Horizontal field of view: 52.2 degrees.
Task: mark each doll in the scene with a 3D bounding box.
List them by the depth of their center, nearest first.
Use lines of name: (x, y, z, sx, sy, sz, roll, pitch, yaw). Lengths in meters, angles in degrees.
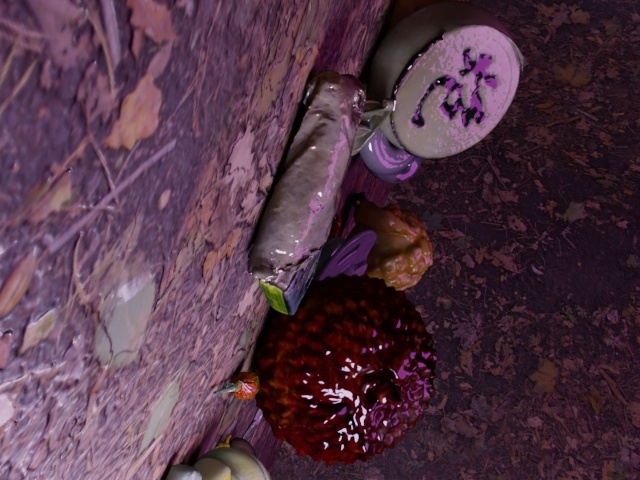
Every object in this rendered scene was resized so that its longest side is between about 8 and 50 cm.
doll: (-0.200, 0.506, 1.485, 0.145, 0.096, 0.188, -84, 163, -57)

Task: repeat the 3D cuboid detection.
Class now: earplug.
earplug: (0.177, -0.266, 1.734, 0.214, 0.175, 0.325, -63, 163, -6)

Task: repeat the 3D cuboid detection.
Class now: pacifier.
pacifier: (0.082, 0.136, 1.800, 0.288, 0.269, 0.343, -37, 155, -25)

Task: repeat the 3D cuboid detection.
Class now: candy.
candy: (-0.165, 0.280, 1.236, 0.201, 0.060, 0.061, 33, 78, -76)

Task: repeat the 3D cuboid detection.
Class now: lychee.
lychee: (0.056, 0.278, 1.433, 0.425, 0.424, 0.500, -67, -161, -11)

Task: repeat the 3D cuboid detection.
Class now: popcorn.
popcorn: (0.184, 0.010, 2.100, 0.382, 0.348, 0.349, 66, 27, -19)

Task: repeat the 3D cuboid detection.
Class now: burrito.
burrito: (-0.010, -0.105, 1.039, 0.175, 0.107, 0.348, 4, 106, -68)

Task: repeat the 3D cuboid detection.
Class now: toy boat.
toy boat: (0.095, -0.256, 1.378, 0.185, 0.089, 0.071, -48, -132, 51)

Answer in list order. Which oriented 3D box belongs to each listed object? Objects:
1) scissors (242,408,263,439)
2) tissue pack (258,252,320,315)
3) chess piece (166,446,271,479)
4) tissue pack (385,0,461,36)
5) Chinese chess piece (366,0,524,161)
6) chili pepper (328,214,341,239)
scissors: (-0.190, 0.518, 1.838, 0.189, 0.015, 0.100, -52, 164, -63)
tissue pack: (-0.050, 0.037, 1.238, 0.235, 0.073, 0.173, 93, 20, -73)
chess piece: (-0.210, 0.456, 1.107, 0.176, 0.175, 0.298, -68, 160, 0)
tissue pack: (0.254, -0.535, 1.539, 0.194, 0.145, 0.275, -61, 171, -54)
Chinese chess piece: (0.275, -0.350, 1.457, 0.146, 0.349, 0.349, -119, -144, -44)
chili pepper: (0.038, -0.017, 1.901, 0.178, 0.027, 0.045, 106, 9, -51)
